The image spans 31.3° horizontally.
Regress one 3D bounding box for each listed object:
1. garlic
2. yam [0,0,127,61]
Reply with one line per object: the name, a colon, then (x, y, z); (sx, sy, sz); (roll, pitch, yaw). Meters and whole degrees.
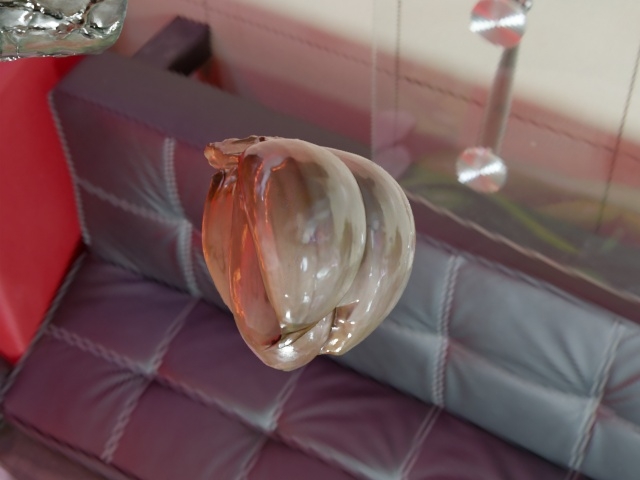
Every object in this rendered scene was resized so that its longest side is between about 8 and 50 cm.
garlic: (0.000, 0.000, 0.892); (0.214, 0.160, 0.191); (176, 81, -69)
yam: (-0.334, -0.248, 1.026); (0.201, 0.271, 0.202); (130, 130, -60)
